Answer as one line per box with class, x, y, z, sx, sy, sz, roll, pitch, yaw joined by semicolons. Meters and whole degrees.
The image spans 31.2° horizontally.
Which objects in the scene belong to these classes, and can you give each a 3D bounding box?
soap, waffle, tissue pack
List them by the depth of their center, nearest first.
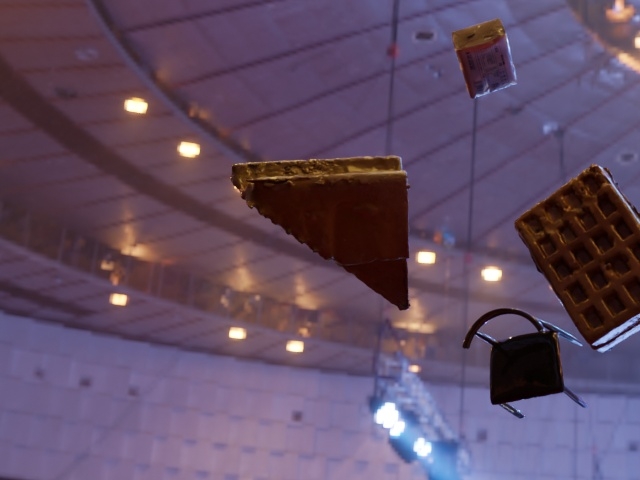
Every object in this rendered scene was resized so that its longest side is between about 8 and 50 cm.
tissue pack;0.194;-0.215;1.354;0.062;0.042;0.083;-16;-41;10
soap;0.000;0.000;2.208;0.339;0.304;0.169;-3;18;-1
waffle;0.534;0.031;2.208;0.224;0.327;0.098;-33;-31;12

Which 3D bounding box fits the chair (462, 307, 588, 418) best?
chair;0.446;0.268;2.485;0.188;0.166;0.272;-16;-33;30
